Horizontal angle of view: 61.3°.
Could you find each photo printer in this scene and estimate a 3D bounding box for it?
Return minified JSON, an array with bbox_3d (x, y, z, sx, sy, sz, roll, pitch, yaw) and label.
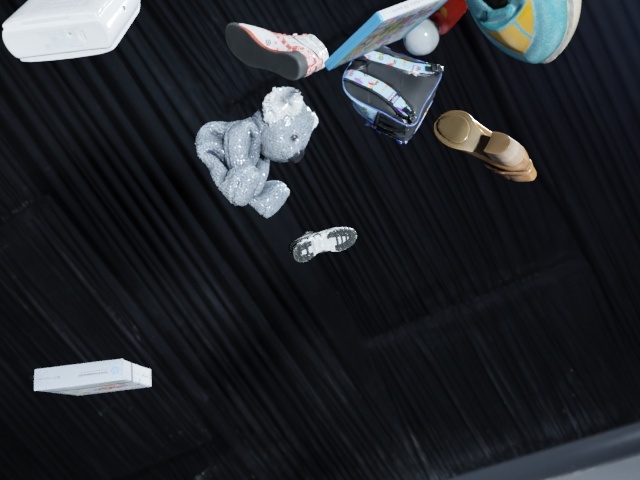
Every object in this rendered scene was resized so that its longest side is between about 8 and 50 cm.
[{"bbox_3d":[-0.594,-0.559,1.329,0.256,0.107,0.308,-5,44,5],"label":"photo printer"}]

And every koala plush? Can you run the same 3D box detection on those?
[{"bbox_3d":[-0.106,-0.194,1.033,0.221,0.203,0.196,-40,-15,10],"label":"koala plush"}]

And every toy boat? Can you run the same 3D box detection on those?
[{"bbox_3d":[0.270,-0.393,0.906,0.148,0.267,0.318,-44,22,-14],"label":"toy boat"}]

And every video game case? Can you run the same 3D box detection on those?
[{"bbox_3d":[0.093,-0.282,0.714,0.166,0.015,0.119,-35,6,-35],"label":"video game case"}]

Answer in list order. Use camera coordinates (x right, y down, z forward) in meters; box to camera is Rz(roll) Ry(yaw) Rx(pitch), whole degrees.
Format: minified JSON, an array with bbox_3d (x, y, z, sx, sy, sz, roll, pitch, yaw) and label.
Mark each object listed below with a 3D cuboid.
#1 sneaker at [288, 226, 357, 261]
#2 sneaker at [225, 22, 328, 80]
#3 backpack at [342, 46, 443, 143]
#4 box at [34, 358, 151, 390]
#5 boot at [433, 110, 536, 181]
[{"bbox_3d":[0.000,0.000,1.702,0.234,0.078,0.106,-18,21,-24],"label":"sneaker"},{"bbox_3d":[-0.108,-0.496,1.391,0.270,0.090,0.145,32,44,24],"label":"sneaker"},{"bbox_3d":[0.132,-0.296,1.074,0.158,0.173,0.117,-61,-8,-15],"label":"backpack"},{"bbox_3d":[-0.400,0.248,0.970,0.145,0.038,0.186,-6,-17,-5],"label":"box"},{"bbox_3d":[0.474,-0.265,1.544,0.283,0.220,0.109,28,93,44],"label":"boot"}]
